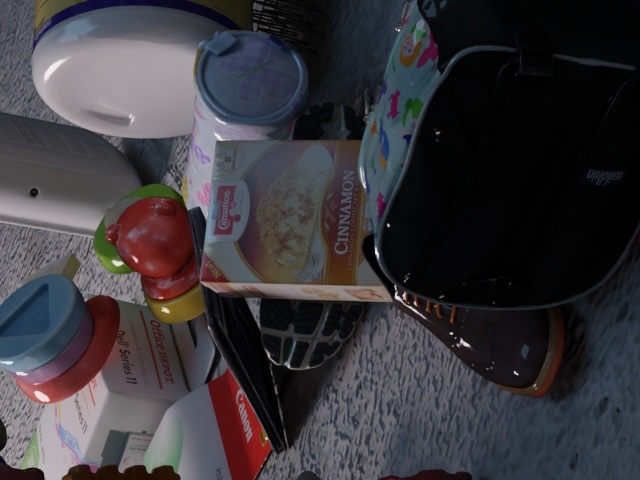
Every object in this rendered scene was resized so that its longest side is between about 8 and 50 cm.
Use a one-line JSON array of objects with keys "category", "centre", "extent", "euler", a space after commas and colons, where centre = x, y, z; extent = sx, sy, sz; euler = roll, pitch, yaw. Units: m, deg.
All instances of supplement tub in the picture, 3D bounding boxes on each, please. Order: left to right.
[{"category": "supplement tub", "centre": [-0.194, -0.306, 1.940], "extent": [0.241, 0.241, 0.331], "euler": [-41, 44, 53]}]

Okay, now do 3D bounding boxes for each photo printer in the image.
[{"category": "photo printer", "centre": [-0.397, -0.096, 2.374], "extent": [0.256, 0.307, 0.107], "euler": [43, 119, 59]}]

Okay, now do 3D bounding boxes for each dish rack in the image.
[{"category": "dish rack", "centre": [-0.039, -0.288, 1.974], "extent": [0.208, 0.074, 0.272], "euler": [-128, 52, -62]}]

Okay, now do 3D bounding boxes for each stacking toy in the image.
[{"category": "stacking toy", "centre": [-0.278, 0.024, 2.089], "extent": [0.309, 0.130, 0.279], "euler": [-35, 35, 4]}]

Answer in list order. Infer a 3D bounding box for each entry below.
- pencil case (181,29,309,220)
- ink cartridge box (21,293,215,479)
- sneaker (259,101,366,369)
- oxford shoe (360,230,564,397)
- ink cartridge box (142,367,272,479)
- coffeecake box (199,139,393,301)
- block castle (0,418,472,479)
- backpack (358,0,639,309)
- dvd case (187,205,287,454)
[{"category": "pencil case", "centre": [-0.086, -0.108, 1.839], "extent": [0.113, 0.124, 0.273], "euler": [-54, -11, -26]}, {"category": "ink cartridge box", "centre": [-0.255, 0.212, 2.154], "extent": [0.353, 0.119, 0.207], "euler": [-66, 26, 25]}, {"category": "sneaker", "centre": [0.000, 0.000, 1.754], "extent": [0.110, 0.107, 0.275], "euler": [119, 162, -73]}, {"category": "oxford shoe", "centre": [0.112, 0.056, 1.444], "extent": [0.271, 0.098, 0.097], "euler": [39, 115, 63]}, {"category": "ink cartridge box", "centre": [-0.126, 0.233, 1.947], "extent": [0.181, 0.056, 0.225], "euler": [-110, 37, -49]}, {"category": "coffeecake box", "centre": [-0.011, -0.019, 1.651], "extent": [0.068, 0.185, 0.142], "euler": [43, -130, -67]}, {"category": "block castle", "centre": [-0.124, 0.268, 1.451], "extent": [0.303, 0.453, 0.213], "euler": [-37, 54, 57]}, {"category": "backpack", "centre": [0.142, -0.074, 1.293], "extent": [0.191, 0.225, 0.253], "euler": [-105, 25, -50]}, {"category": "dvd case", "centre": [-0.085, 0.094, 1.790], "extent": [0.221, 0.018, 0.164], "euler": [68, -174, -45]}]
